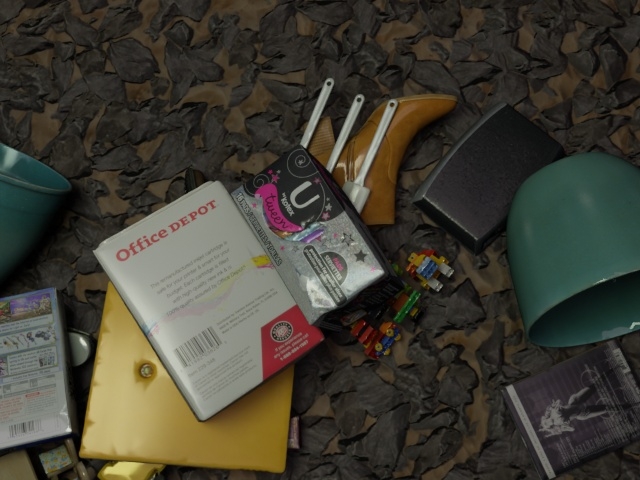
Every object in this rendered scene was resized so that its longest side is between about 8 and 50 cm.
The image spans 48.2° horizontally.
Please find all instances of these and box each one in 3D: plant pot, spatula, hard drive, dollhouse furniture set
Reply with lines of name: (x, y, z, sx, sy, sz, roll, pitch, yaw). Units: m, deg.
plant pot: (0.430, 0.005, 1.136, 0.293, 0.293, 0.235, -14, 61, 1)
plant pot: (-0.607, -0.034, 1.217, 0.272, 0.272, 0.255, 28, 95, 8)
spatula: (0.023, -0.152, 1.232, 0.168, 0.019, 0.242, 23, 92, 15)
hard drive: (0.300, -0.118, 1.274, 0.172, 0.054, 0.254, 41, 84, 10)
dollhouse furniture set: (-0.453, 0.405, 1.080, 0.212, 0.161, 0.242, -20, 45, -27)

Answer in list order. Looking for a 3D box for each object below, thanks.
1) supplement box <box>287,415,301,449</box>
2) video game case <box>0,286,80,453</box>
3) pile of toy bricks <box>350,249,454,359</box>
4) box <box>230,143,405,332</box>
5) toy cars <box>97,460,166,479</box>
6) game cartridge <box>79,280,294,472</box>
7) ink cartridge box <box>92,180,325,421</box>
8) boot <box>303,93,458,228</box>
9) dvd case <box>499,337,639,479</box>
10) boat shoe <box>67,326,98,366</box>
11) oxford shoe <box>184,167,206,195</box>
supplement box: (-0.075, 0.327, 1.214, 0.083, 0.043, 0.055, -3, 77, 4)
video game case: (-0.544, 0.223, 1.159, 0.270, 0.061, 0.244, -11, 71, -7)
pile of toy bricks: (0.115, 0.089, 1.230, 0.212, 0.118, 0.105, -53, 48, 2)
box: (0.000, 0.000, 1.121, 0.142, 0.163, 0.247, -36, 71, 7)
toy cars: (-0.285, 0.240, 1.226, 0.177, 0.087, 0.393, -1, 74, -9)
game cartridge: (-0.206, 0.223, 1.174, 0.324, 0.052, 0.285, 8, 73, -9)
ink cartridge box: (-0.173, 0.096, 1.122, 0.226, 0.131, 0.306, -31, 80, -17)
boot: (0.117, -0.133, 1.273, 0.295, 0.104, 0.211, -12, 83, 7)
dvd case: (0.437, 0.283, 1.205, 0.221, 0.018, 0.164, -23, 79, -2)
boat shoe: (-0.502, 0.179, 1.256, 0.219, 0.070, 0.077, 11, 90, 1)
oxford shoe: (-0.182, -0.032, 1.284, 0.096, 0.083, 0.227, -19, 78, -20)
